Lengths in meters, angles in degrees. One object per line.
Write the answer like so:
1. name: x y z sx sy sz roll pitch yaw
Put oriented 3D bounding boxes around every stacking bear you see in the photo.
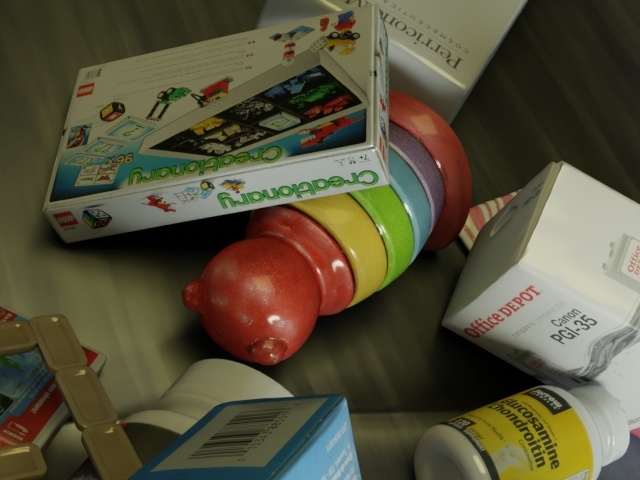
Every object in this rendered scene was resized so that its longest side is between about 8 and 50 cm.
1. stacking bear: 0.000 0.000 1.065 0.175 0.164 0.289 39 55 9

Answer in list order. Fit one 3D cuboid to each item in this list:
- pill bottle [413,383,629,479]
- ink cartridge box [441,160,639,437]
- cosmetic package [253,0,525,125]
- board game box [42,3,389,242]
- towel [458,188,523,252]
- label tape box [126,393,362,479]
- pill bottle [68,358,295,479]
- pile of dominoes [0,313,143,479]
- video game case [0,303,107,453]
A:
1. pill bottle: 0.182 0.188 1.026 0.184 0.103 0.103 -15 62 -31
2. ink cartridge box: 0.279 0.073 1.069 0.283 0.207 0.117 29 66 -3
3. cosmetic package: 0.122 -0.302 1.327 0.230 0.161 0.453 31 50 2
4. board game box: -0.089 -0.108 1.055 0.305 0.053 0.193 -9 48 14
5. towel: 0.244 0.002 1.238 0.197 0.029 0.144 -17 62 -31
6. label tape box: -0.035 0.289 0.679 0.240 0.106 0.334 -32 113 -66
7. pill bottle: -0.123 0.227 0.835 0.161 0.161 0.283 35 50 5
8. pile of dominoes: -0.221 0.154 0.754 0.196 0.040 0.251 -6 40 -31
9. video game case: -0.320 0.069 0.889 0.285 0.025 0.204 26 14 -2
